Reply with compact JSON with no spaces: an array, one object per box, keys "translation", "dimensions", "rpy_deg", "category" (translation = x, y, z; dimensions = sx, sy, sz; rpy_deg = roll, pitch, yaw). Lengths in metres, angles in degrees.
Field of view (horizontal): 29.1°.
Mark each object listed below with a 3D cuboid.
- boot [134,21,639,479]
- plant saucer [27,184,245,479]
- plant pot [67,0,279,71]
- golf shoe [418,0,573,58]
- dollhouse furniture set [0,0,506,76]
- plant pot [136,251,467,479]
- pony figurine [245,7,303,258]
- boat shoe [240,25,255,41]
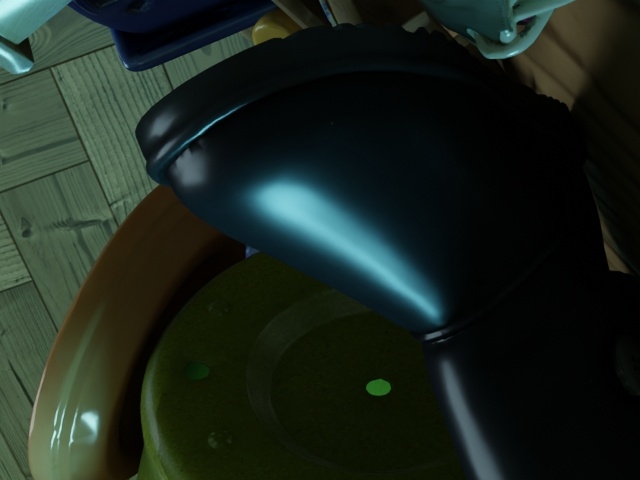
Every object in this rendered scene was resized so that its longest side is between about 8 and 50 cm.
[{"translation":[0.061,0.041,0.442],"dimensions":[0.246,0.094,0.207],"rpy_deg":[5,-121,-53],"category":"boot"},{"translation":[-0.095,0.058,0.702],"dimensions":[0.200,0.037,0.200],"rpy_deg":[-61,-13,-24],"category":"plant saucer"},{"translation":[-0.099,-0.273,0.889],"dimensions":[0.212,0.236,0.236],"rpy_deg":[59,-170,-64],"category":"plant pot"},{"translation":[0.056,-0.114,0.366],"dimensions":[0.120,0.105,0.273],"rpy_deg":[53,-172,-17],"category":"golf shoe"},{"translation":[-0.045,-0.129,0.607],"dimensions":[0.242,0.161,0.212],"rpy_deg":[33,-151,-51],"category":"dollhouse furniture set"},{"translation":[0.038,0.195,0.712],"dimensions":[0.366,0.366,0.353],"rpy_deg":[-112,15,-49],"category":"plant pot"},{"translation":[0.000,0.000,0.961],"dimensions":[0.363,0.303,0.351],"rpy_deg":[64,-143,-75],"category":"pony figurine"},{"translation":[-0.087,-0.373,1.437],"dimensions":[0.092,0.103,0.285],"rpy_deg":[-87,-19,-82],"category":"boat shoe"}]
